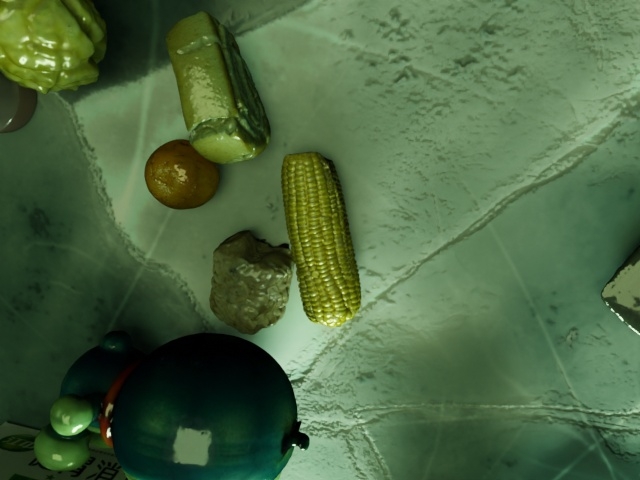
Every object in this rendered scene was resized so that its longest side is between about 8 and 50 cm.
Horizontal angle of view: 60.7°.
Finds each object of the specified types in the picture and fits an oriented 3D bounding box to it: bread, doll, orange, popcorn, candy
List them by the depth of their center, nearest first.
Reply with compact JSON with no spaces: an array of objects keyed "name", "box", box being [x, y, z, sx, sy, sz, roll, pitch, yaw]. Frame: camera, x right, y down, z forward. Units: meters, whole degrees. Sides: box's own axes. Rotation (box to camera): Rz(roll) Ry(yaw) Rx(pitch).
[{"name":"popcorn","box":[-0.296,-0.237,0.561,0.173,0.173,0.142,39,99,-2]},{"name":"bread","box":[-0.104,-0.157,0.568,0.064,0.117,0.156,-15,100,12]},{"name":"doll","box":[-0.163,0.194,0.617,0.322,0.198,0.186,7,90,16]},{"name":"orange","box":[-0.156,-0.074,0.619,0.083,0.070,0.083,6,111,16]},{"name":"candy","box":[-0.080,0.047,0.635,0.095,0.085,0.110,24,115,11]}]

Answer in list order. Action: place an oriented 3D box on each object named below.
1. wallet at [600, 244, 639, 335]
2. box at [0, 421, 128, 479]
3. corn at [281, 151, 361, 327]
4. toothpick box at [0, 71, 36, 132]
[{"name":"wallet","box":[0.446,0.074,0.584,0.245,0.052,0.168,39,104,3]},{"name":"box","box":[-0.318,0.365,0.683,0.333,0.173,0.145,12,102,5]},{"name":"corn","box":[0.000,0.000,0.615,0.072,0.072,0.203,-10,99,10]},{"name":"toothpick box","box":[-0.397,-0.164,0.590,0.098,0.149,0.098,2,102,7]}]
